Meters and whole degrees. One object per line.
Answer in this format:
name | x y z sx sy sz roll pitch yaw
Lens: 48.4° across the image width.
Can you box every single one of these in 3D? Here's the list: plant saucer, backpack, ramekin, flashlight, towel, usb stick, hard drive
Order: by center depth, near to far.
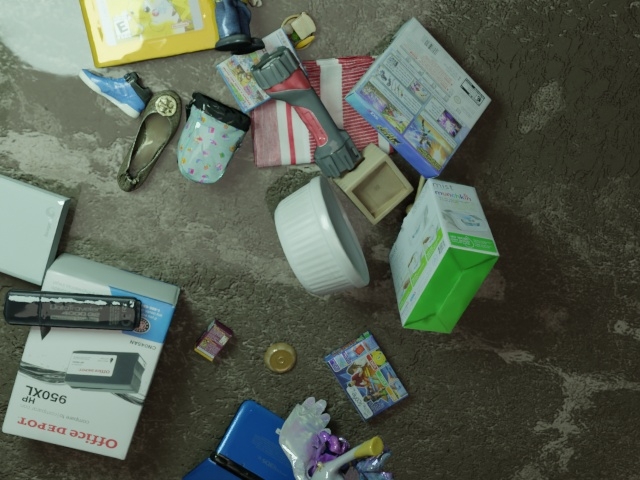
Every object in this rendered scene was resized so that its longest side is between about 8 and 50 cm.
usb stick | -0.520 0.147 1.494 0.278 0.045 0.077 4 94 -8
hard drive | -0.723 -0.046 1.554 0.308 0.040 0.203 19 100 0
flashlight | -0.033 -0.272 1.559 0.103 0.103 0.304 -52 123 -32
backpack | -0.250 -0.217 1.575 0.152 0.115 0.182 24 102 -16
ramekin | 0.000 0.000 1.598 0.127 0.273 0.272 -24 107 11
towel | 0.003 -0.296 1.633 0.329 0.037 0.237 -6 106 -7
plant saucer | -0.099 0.297 1.779 0.083 0.015 0.083 -2 105 -8

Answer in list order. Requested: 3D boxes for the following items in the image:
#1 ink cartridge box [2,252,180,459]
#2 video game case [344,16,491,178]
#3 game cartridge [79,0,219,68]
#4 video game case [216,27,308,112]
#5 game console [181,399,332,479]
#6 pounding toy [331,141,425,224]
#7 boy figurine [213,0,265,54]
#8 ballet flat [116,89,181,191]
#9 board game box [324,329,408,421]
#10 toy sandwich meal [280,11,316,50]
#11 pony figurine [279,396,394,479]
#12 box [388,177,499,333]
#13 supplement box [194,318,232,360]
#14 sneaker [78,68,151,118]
ink cartridge box | -0.519 0.266 1.629 0.286 0.166 0.394 17 100 -11
video game case | 0.223 -0.317 1.601 0.269 0.061 0.244 42 70 -15
game cartridge | -0.373 -0.549 1.504 0.285 0.052 0.323 -12 106 -5
video game case | -0.127 -0.373 1.564 0.166 0.015 0.119 -30 109 0
game console | -0.161 0.586 1.839 0.293 0.173 0.250 36 66 -16
pounding toy | 0.162 -0.128 1.674 0.181 0.094 0.206 -42 125 2
boy figurine | -0.181 -0.537 1.490 0.092 0.177 0.285 -6 88 31
ballet flat | -0.383 -0.218 1.583 0.084 0.058 0.250 29 98 -15
board game box | 0.118 0.347 1.814 0.136 0.035 0.201 -31 106 0
toy sandwich meal | -0.048 -0.465 1.584 0.086 0.029 0.085 -2 104 -8
pony figurine | 0.007 0.561 1.666 0.351 0.363 0.302 -37 95 -43
box | 0.264 0.035 1.606 0.127 0.231 0.262 10 130 -14
supplement box | -0.261 0.241 1.726 0.055 0.043 0.083 38 97 -15
sneaker | -0.440 -0.343 1.543 0.152 0.058 0.084 36 97 -14
